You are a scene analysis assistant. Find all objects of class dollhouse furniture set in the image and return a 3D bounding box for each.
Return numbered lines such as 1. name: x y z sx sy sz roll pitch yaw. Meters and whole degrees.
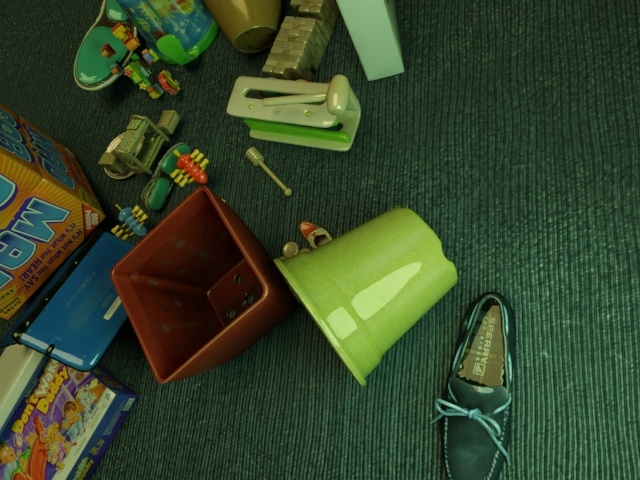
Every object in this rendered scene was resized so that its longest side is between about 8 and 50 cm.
1. dollhouse furniture set: -0.478 -0.272 1.349 0.161 0.101 0.181 6 64 31

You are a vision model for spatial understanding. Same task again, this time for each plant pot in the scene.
1. plant pot: 0.095 0.076 0.968 0.254 0.276 0.276 -36 63 -6
2. plant pot: -0.191 -0.613 1.326 0.237 0.237 0.254 -19 81 15
3. plant pot: -0.202 0.100 1.061 0.267 0.236 0.267 -40 64 11

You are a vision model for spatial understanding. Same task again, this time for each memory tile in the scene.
1. memory tile: -0.039 0.076 1.138 0.148 0.012 0.113 28 84 27

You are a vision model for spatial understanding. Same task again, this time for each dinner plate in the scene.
1. dinner plate: -0.519 -0.227 1.422 0.141 0.017 0.141 -6 71 19

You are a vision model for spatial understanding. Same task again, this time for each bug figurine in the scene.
1. bug figurine: -0.341 -0.070 1.253 0.279 0.072 0.216 -41 83 2

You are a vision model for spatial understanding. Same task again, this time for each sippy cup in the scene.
1. sippy cup: -0.416 -0.628 1.402 0.305 0.224 0.240 35 88 26

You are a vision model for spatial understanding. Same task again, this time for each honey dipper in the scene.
1. honey dipper: -0.118 -0.159 1.238 0.030 0.030 0.160 -45 65 2

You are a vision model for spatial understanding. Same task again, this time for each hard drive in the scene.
1. hard drive: -0.719 0.299 1.259 0.210 0.040 0.318 15 74 52

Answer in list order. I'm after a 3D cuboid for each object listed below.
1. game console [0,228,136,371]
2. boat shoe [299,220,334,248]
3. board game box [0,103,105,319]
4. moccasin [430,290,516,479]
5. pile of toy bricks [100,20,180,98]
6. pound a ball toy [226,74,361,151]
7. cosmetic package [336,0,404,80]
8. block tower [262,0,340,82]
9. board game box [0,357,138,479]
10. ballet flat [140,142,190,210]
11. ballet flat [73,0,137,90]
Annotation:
1. game console: -0.526 0.138 1.176 0.250 0.173 0.293 25 57 1
2. boat shoe: 0.000 0.000 1.132 0.049 0.043 0.137 -48 62 3
3. board game box: -0.813 -0.104 1.264 0.356 0.356 0.356 -46 49 2
4. moccasin: 0.257 0.251 0.906 0.138 0.117 0.341 1 73 21
5. pile of toy bricks: -0.472 -0.439 1.366 0.118 0.212 0.105 -33 29 17
6. pound a ball toy: -0.049 -0.310 1.162 0.319 0.208 0.135 12 78 25
7. cosmetic package: 0.095 -0.592 1.159 0.098 0.284 0.377 -11 70 18
8. block tower: -0.026 -0.529 1.293 0.091 0.097 0.335 16 81 25
9. board game box: -0.598 0.441 1.194 0.233 0.078 0.347 26 83 27
10. ballet flat: -0.394 -0.165 1.331 0.070 0.070 0.188 23 79 26
11. ballet flat: -0.576 -0.580 1.506 0.139 0.139 0.400 5 75 23
